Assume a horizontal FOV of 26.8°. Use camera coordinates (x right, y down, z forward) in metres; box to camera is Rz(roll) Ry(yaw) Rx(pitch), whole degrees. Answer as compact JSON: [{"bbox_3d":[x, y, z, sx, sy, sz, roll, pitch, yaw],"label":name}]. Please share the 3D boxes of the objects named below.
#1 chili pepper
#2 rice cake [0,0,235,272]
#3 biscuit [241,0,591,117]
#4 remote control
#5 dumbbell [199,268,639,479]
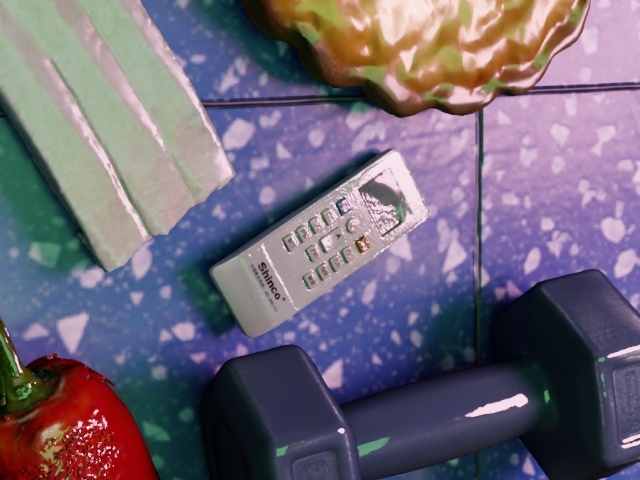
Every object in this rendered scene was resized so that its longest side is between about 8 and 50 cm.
[{"bbox_3d":[-0.143,0.187,0.860,0.110,0.110,0.387,-30,112,-16],"label":"chili pepper"},{"bbox_3d":[-0.147,-0.098,0.852,0.124,0.038,0.211,-38,110,-13],"label":"rice cake"},{"bbox_3d":[0.059,-0.254,0.899,0.335,0.078,0.329,16,94,-24],"label":"biscuit"},{"bbox_3d":[0.000,0.000,0.935,0.162,0.029,0.061,-34,111,-20],"label":"remote control"},{"bbox_3d":[0.081,0.124,0.928,0.316,0.156,0.144,-13,73,-22],"label":"dumbbell"}]
